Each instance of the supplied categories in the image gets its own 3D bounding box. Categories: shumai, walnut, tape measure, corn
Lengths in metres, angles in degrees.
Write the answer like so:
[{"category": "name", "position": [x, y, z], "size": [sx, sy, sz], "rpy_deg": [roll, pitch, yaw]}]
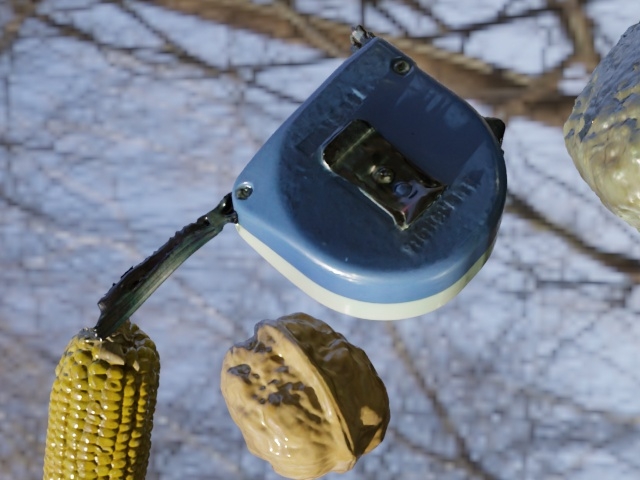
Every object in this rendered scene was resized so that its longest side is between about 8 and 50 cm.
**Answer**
[{"category": "shumai", "position": [0.399, -0.090, 1.745], "size": [0.288, 0.292, 0.330], "rpy_deg": [41, -140, -10]}, {"category": "walnut", "position": [-0.009, 0.083, 1.053], "size": [0.079, 0.096, 0.082], "rpy_deg": [-28, -37, -18]}, {"category": "tape measure", "position": [0.000, 0.000, 1.616], "size": [0.351, 0.215, 0.098], "rpy_deg": [-47, -17, -19]}, {"category": "corn", "position": [-0.196, 0.183, 1.769], "size": [0.097, 0.097, 0.261], "rpy_deg": [-20, -58, -61]}]
